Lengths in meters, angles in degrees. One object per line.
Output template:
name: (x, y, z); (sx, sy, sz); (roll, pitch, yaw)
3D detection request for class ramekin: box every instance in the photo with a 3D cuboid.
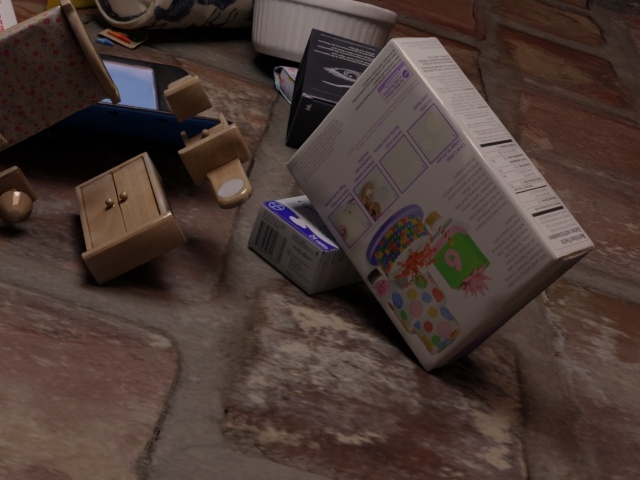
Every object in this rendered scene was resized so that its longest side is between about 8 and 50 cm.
ramekin: (-0.002, -0.382, 2.139); (0.273, 0.127, 0.273); (13, 9, -2)

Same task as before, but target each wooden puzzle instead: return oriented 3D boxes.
wooden puzzle: (-0.348, -0.363, 2.070); (0.079, 0.014, 0.116); (19, 27, 0)

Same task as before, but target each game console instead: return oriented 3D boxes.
game console: (-0.289, -0.218, 1.638); (0.293, 0.173, 0.250); (7, 51, -24)

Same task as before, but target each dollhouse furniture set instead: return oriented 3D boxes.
dollhouse furniture set: (-0.274, -0.151, 1.327); (0.303, 0.355, 0.174); (-26, 35, -1)

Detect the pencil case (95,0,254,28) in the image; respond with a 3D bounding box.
pencil case: (-0.233, -0.476, 2.179); (0.183, 0.160, 0.410); (30, 26, 31)

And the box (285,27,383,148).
box: (0.034, -0.235, 1.927); (0.153, 0.108, 0.207); (16, 41, -7)

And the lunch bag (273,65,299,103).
lunch bag: (-0.037, -0.278, 2.070); (0.071, 0.053, 0.083); (-5, 45, -36)

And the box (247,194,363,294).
box: (0.000, 0.000, 1.544); (0.126, 0.072, 0.137); (37, 31, 31)

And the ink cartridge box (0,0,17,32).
ink cartridge box: (-0.594, -0.303, 1.495); (0.395, 0.166, 0.285); (27, 20, -33)

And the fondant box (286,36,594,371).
fondant box: (0.134, -0.045, 1.418); (0.096, 0.238, 0.330); (-12, 62, -49)

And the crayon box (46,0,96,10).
crayon box: (-0.399, -0.543, 2.169); (0.081, 0.202, 0.318); (30, 28, 22)
